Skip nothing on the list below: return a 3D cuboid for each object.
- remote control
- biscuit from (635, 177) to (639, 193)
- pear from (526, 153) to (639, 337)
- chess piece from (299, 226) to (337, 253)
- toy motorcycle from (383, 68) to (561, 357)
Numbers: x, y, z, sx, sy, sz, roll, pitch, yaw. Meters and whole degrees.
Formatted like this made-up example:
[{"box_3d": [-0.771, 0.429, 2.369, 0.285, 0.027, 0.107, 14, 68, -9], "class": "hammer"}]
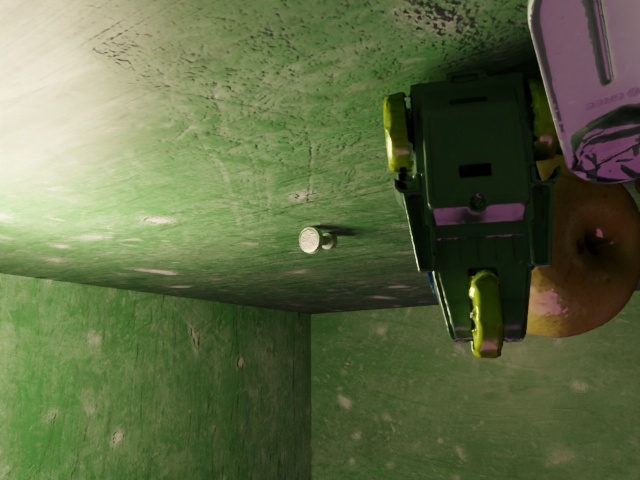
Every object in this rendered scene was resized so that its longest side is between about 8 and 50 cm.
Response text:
[{"box_3d": [0.260, -0.153, 0.450, 0.104, 0.052, 0.247, -15, 130, 26], "class": "remote control"}, {"box_3d": [0.443, -0.095, 0.515, 0.216, 0.339, 0.047, -21, 126, -8], "class": "biscuit"}, {"box_3d": [0.352, 0.005, 0.819, 0.309, 0.309, 0.309, -1, 166, 0], "class": "pear"}, {"box_3d": [0.000, 0.000, 1.254, 0.067, 0.067, 0.103, -10, 172, 35], "class": "chess piece"}, {"box_3d": [0.183, -0.025, 0.604, 0.191, 0.326, 0.200, -3, 168, 11], "class": "toy motorcycle"}]
